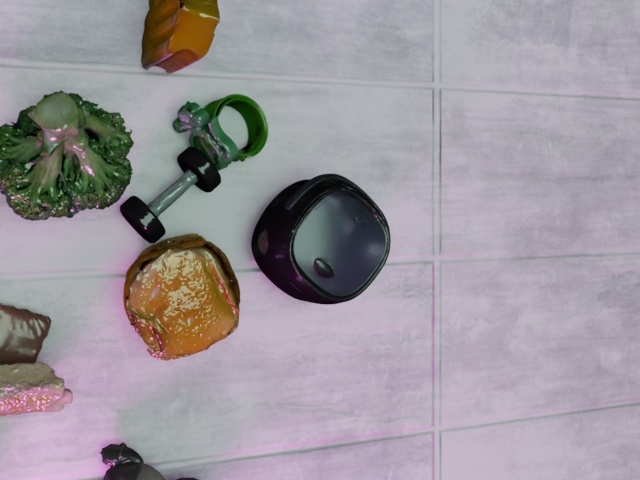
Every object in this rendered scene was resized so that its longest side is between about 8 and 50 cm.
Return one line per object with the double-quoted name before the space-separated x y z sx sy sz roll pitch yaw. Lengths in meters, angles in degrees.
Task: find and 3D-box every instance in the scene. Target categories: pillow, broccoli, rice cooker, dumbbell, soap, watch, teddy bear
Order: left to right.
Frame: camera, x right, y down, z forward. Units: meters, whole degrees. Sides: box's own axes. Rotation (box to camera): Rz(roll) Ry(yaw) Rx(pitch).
"pillow" -0.623 0.170 1.661 0.232 0.043 0.126 18 88 -27
"broccoli" -0.456 -0.155 1.606 0.269 0.270 0.270 4 66 -10
"teddy bear" -0.338 0.521 1.763 0.251 0.144 0.171 25 96 -21
"dumbbell" -0.293 -0.091 1.775 0.191 0.100 0.100 -45 109 -16
"soap" -0.262 -0.408 1.687 0.080 0.257 0.160 8 89 -26
"watch" -0.188 -0.233 1.811 0.152 0.131 0.165 -42 108 -29
"rice cooker" 0.000 0.000 1.852 0.267 0.224 0.267 -1 92 -24

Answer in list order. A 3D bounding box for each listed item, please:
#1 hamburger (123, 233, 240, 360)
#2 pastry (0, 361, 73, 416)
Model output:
"hamburger" -0.271 0.106 1.765 0.244 0.163 0.245 -4 102 -22
"pastry" -0.583 0.275 1.634 0.258 0.121 0.089 -9 59 -14
